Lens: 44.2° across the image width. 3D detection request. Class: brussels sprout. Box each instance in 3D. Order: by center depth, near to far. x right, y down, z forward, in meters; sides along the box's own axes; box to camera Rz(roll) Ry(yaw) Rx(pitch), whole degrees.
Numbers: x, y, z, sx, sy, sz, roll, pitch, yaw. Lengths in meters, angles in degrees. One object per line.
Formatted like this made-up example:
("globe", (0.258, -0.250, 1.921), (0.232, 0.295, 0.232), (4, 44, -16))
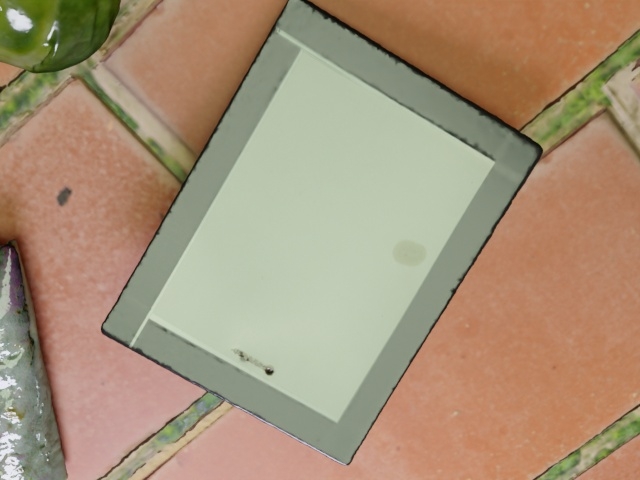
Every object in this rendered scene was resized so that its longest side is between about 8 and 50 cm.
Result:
("brussels sprout", (-0.222, -0.215, 0.586), (0.131, 0.145, 0.183), (-16, 121, -26))

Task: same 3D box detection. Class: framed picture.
("framed picture", (0.000, 0.000, 0.699), (0.265, 0.016, 0.347), (29, 97, -7))

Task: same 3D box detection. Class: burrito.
("burrito", (-0.310, 0.140, 0.758), (0.096, 0.066, 0.309), (-3, 113, -7))

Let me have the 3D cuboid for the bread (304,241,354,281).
("bread", (0.011, 0.022, 0.737), (0.154, 0.054, 0.136), (9, 108, -9))
